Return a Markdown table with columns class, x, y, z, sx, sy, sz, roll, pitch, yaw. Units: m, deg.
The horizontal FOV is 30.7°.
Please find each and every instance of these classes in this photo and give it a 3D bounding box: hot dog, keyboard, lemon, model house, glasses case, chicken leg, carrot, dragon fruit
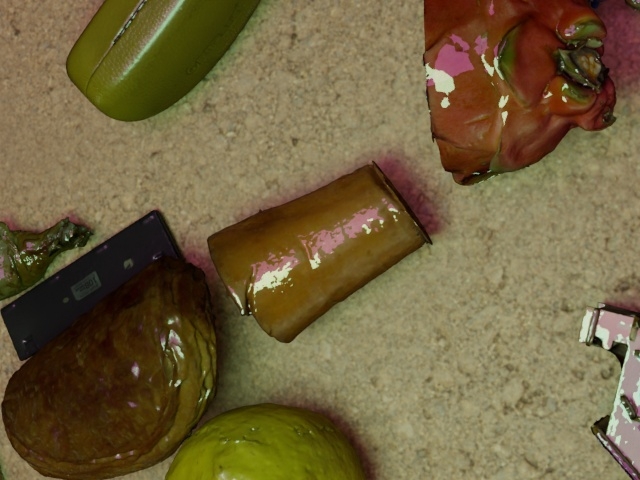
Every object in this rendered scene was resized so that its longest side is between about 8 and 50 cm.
| class | x | y | z | sx | sy | sz | roll | pitch | yaw |
| --- | --- | --- | --- | --- | --- | --- | --- | --- | --- |
| hot dog | -0.282 | 0.187 | 1.640 | 0.388 | 0.174 | 0.267 | -35 | 39 | 26 |
| keyboard | -0.351 | 0.074 | 1.788 | 0.317 | 0.027 | 0.106 | -30 | 76 | 15 |
| lemon | -0.071 | 0.340 | 1.555 | 0.260 | 0.284 | 0.260 | 24 | 119 | 52 |
| model house | 0.463 | 0.229 | 1.437 | 0.326 | 0.169 | 0.244 | 15 | 95 | 18 |
| glasses case | -0.196 | -0.330 | 1.667 | 0.141 | 0.173 | 0.371 | 43 | 104 | 16 |
| chicken leg | -0.456 | 0.017 | 1.794 | 0.228 | 0.088 | 0.103 | -32 | 66 | 19 |
| carrot | 0.000 | 0.000 | 1.591 | 0.254 | 0.196 | 0.196 | -35 | 78 | 11 |
| dragon fruit | 0.248 | -0.225 | 1.466 | 0.226 | 0.305 | 0.305 | -7 | 86 | 12 |

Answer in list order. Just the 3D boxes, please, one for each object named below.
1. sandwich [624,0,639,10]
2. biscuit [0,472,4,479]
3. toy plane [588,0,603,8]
| class | x | y | z | sx | sy | sz | roll | pitch | yaw |
| --- | --- | --- | --- | --- | --- | --- | --- | --- | --- |
| sandwich | 0.459 | -0.434 | 1.496 | 0.251 | 0.087 | 0.226 | -32 | 83 | 18 |
| biscuit | -0.514 | 0.463 | 1.812 | 0.094 | 0.054 | 0.378 | -24 | 79 | 17 |
| toy plane | 0.316 | -0.340 | 1.537 | 0.167 | 0.062 | 0.054 | 34 | 139 | 49 |
